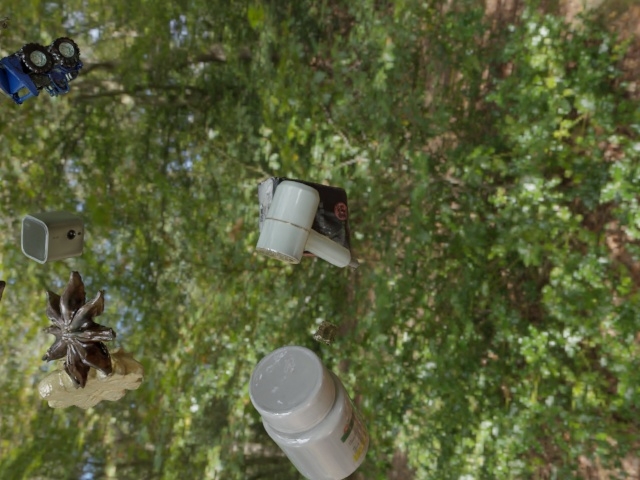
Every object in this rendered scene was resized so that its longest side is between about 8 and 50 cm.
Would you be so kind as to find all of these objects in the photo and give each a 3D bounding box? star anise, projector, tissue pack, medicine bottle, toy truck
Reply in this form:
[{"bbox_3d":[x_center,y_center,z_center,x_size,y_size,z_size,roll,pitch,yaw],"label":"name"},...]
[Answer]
[{"bbox_3d":[-0.578,0.213,1.610,0.088,0.288,0.288,-2,-81,-61],"label":"star anise"},{"bbox_3d":[-0.512,-0.008,1.302,0.082,0.083,0.083,-15,-60,-54],"label":"projector"},{"bbox_3d":[-0.045,-0.067,2.209,0.123,0.332,0.245,-18,72,48],"label":"tissue pack"},{"bbox_3d":[-0.025,0.406,1.596,0.340,0.208,0.208,65,-156,-45],"label":"medicine bottle"},{"bbox_3d":[-0.672,-0.396,1.611,0.208,0.113,0.126,-29,-73,-39],"label":"toy truck"}]

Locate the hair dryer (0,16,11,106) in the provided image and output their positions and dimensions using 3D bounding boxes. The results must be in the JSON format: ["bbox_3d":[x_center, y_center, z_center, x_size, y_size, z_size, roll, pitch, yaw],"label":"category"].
[{"bbox_3d":[-0.838,-0.478,1.728,0.206,0.075,0.237,64,-146,-47],"label":"hair dryer"}]

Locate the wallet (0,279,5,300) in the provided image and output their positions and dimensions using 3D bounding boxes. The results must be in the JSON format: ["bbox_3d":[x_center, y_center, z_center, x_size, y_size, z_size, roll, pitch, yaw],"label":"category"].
[{"bbox_3d":[-1.159,0.199,2.062,0.051,0.377,0.197,51,124,32],"label":"wallet"}]

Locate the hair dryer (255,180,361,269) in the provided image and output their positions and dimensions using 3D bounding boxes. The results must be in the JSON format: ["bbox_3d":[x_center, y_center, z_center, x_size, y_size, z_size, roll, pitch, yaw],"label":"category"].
[{"bbox_3d":[0.000,0.000,1.646,0.357,0.107,0.173,31,-105,-49],"label":"hair dryer"}]

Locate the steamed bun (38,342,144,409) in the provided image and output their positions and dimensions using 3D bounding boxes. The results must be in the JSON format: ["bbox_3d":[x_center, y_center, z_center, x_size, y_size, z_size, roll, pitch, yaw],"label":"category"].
[{"bbox_3d":[-0.674,0.392,1.992,0.295,0.292,0.137,-52,51,54],"label":"steamed bun"}]

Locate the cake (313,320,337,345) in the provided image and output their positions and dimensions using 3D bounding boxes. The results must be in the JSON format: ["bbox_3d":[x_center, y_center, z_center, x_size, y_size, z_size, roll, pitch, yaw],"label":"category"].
[{"bbox_3d":[0.006,0.235,1.627,0.055,0.051,0.140,-62,-4,9],"label":"cake"}]
